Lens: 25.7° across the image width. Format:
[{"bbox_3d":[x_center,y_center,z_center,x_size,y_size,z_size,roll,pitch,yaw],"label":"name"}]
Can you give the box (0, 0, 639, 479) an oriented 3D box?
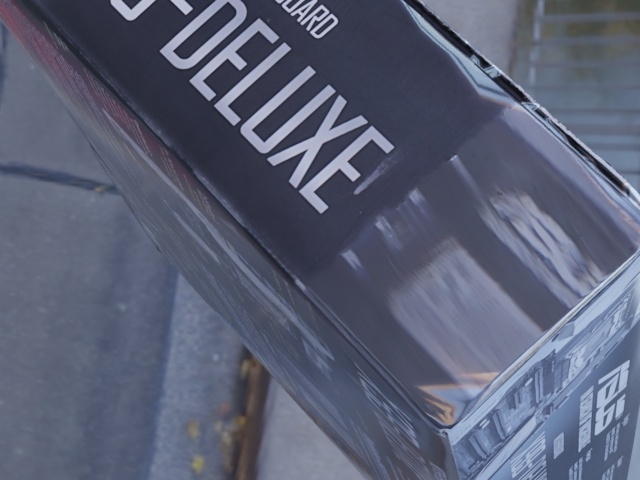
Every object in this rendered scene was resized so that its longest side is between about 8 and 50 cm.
[{"bbox_3d":[0.000,0.000,0.491,0.076,0.242,0.307,-41,156,-9],"label":"box"}]
